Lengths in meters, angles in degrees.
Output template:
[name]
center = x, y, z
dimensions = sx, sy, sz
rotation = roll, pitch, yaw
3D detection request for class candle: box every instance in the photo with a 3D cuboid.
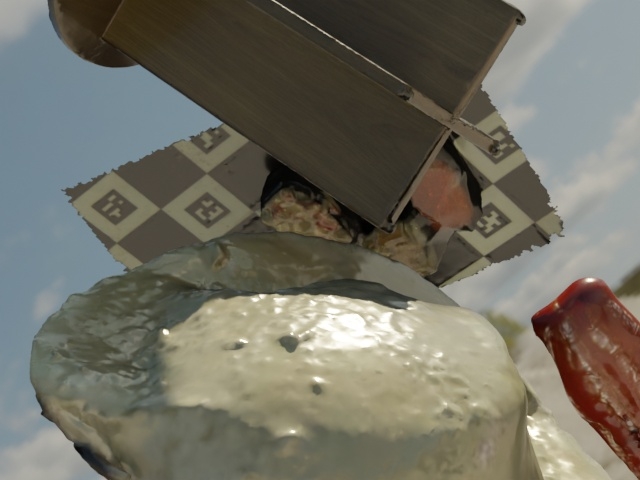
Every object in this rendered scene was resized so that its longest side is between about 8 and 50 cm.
[candle]
center = 0.199, 0.145, 0.792
dimensions = 0.051, 0.329, 0.048
rotation = -42, 24, -7

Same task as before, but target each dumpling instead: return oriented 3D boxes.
[dumpling]
center = 0.019, 0.078, 0.740
dimensions = 0.175, 0.243, 0.227
rotation = -28, 21, 36

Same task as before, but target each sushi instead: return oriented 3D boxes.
[sushi]
center = 0.000, 0.000, 1.015
dimensions = 0.279, 0.192, 0.043
rotation = -21, 36, 19

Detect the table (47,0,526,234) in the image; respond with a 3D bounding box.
[table]
center = -0.012, -0.117, 0.868
dimensions = 0.167, 0.226, 0.167
rotation = -39, -30, -28
